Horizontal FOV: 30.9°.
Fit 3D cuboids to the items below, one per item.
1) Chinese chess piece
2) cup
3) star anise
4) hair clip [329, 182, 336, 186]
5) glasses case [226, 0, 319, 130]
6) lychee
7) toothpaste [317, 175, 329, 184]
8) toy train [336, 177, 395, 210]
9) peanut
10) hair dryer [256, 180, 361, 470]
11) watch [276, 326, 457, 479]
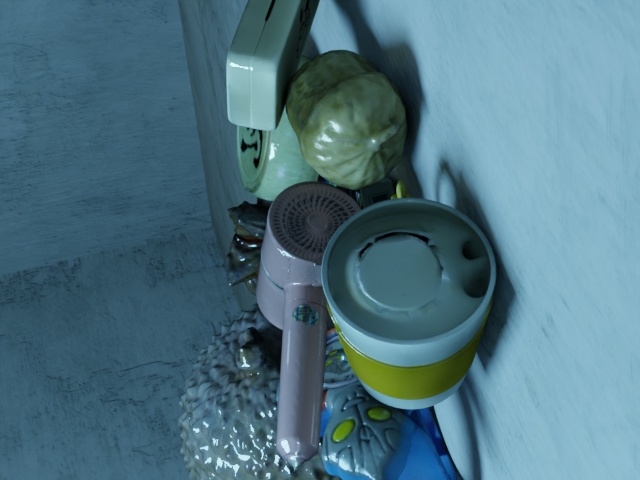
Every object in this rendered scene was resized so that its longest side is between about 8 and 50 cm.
[{"bbox_3d":[-0.067,-0.189,1.933,0.250,0.101,0.250,-177,90,-72],"label":"Chinese chess piece"},{"bbox_3d":[0.101,0.059,1.329,0.226,0.185,0.241,81,-173,-56],"label":"cup"},{"bbox_3d":[-0.090,-0.039,2.132,0.315,0.108,0.315,-52,-27,-40],"label":"star anise"},{"bbox_3d":[0.014,-0.126,1.944,0.060,0.033,0.188,118,140,-72],"label":"hair clip"},{"bbox_3d":[-0.058,-0.301,1.593,0.131,0.070,0.313,94,-172,-51],"label":"glasses case"},{"bbox_3d":[-0.038,0.291,1.890,0.432,0.380,0.380,60,-176,-43],"label":"lychee"},{"bbox_3d":[0.000,-0.001,2.103,0.320,0.066,0.076,92,163,-55],"label":"toothpaste"},{"bbox_3d":[0.059,-0.082,1.694,0.234,0.051,0.052,-127,25,-75],"label":"toy train"},{"bbox_3d":[0.032,-0.151,1.482,0.291,0.143,0.159,-119,23,-68],"label":"peanut"},{"bbox_3d":[-0.025,0.126,1.452,0.210,0.125,0.352,105,172,-59],"label":"hair dryer"},{"bbox_3d":[0.095,0.272,1.545,0.305,0.241,0.274,-103,-12,-58],"label":"watch"}]
